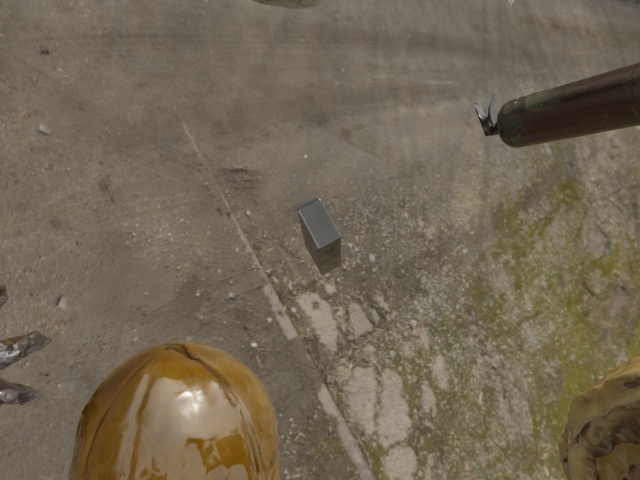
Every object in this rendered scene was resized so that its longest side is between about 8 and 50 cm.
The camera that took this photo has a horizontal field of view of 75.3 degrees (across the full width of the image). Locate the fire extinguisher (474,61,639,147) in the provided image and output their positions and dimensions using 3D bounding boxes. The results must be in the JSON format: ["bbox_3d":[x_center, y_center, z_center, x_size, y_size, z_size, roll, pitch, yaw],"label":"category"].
[{"bbox_3d":[0.318,-0.178,0.548,0.072,0.267,0.089,-9,96,-29],"label":"fire extinguisher"}]

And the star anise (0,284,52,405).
[{"bbox_3d":[-0.383,0.150,0.420,0.209,0.089,0.232,-39,108,-44],"label":"star anise"}]

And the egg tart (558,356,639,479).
[{"bbox_3d":[0.316,0.200,0.221,0.352,0.351,0.150,49,51,-12],"label":"egg tart"}]

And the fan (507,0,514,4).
[{"bbox_3d":[0.060,-0.281,0.283,0.310,0.010,0.182,35,98,-33],"label":"fan"}]

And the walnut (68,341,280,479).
[{"bbox_3d":[-0.112,0.187,0.335,0.167,0.167,0.208,-1,87,-36],"label":"walnut"}]

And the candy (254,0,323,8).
[{"bbox_3d":[-0.074,-0.422,0.495,0.295,0.295,0.185,40,95,-18],"label":"candy"}]

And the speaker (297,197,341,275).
[{"bbox_3d":[0.000,0.000,0.753,0.044,0.218,0.082,-27,75,-6],"label":"speaker"}]
